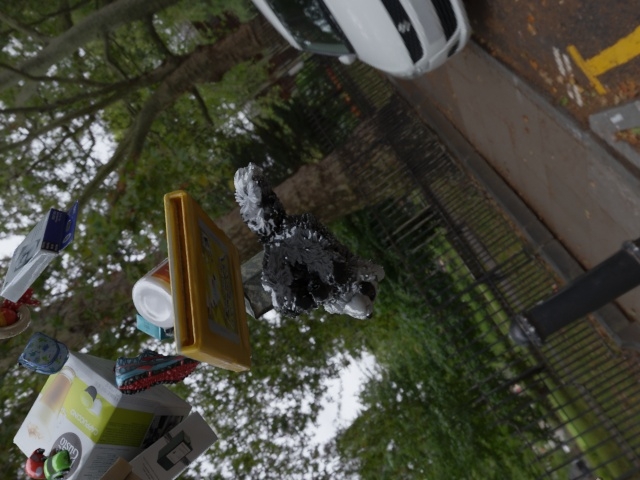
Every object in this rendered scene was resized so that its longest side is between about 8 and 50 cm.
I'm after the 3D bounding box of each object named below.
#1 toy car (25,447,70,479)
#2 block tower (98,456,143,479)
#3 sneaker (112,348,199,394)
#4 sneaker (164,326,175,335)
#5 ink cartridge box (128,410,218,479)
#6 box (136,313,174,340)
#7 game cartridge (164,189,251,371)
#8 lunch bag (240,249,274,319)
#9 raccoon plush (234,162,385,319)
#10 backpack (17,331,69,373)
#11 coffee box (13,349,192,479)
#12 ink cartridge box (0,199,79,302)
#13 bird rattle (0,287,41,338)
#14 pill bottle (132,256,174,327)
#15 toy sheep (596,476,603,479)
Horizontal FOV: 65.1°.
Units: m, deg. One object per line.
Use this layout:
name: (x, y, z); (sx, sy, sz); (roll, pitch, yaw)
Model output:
toy car: (-0.765, 0.660, 1.402); (0.053, 0.225, 0.239); (10, -140, -46)
block tower: (-0.372, 0.495, 0.868); (0.097, 0.336, 0.091); (35, -139, 4)
sneaker: (-0.495, 0.368, 1.524); (0.261, 0.104, 0.125); (-2, -140, -44)
sneaker: (-0.443, 0.224, 1.624); (0.235, 0.152, 0.094); (83, 168, -49)
ink cartridge box: (-0.488, 0.692, 1.566); (0.122, 0.211, 0.289); (49, -133, 10)
box: (-0.614, 0.322, 1.922); (0.100, 0.244, 0.060); (-5, -84, -39)
game cartridge: (-0.204, 0.095, 0.967); (0.324, 0.052, 0.286); (64, -166, -69)
lunch bag: (-0.172, 0.126, 1.770); (0.169, 0.287, 0.235); (62, 161, -16)
raccoon plush: (0.000, 0.000, 1.254); (0.299, 0.216, 0.447); (-2, -109, -60)
backpack: (-0.792, 0.330, 1.444); (0.114, 0.084, 0.105); (28, -120, -12)
coffee box: (-0.722, 0.616, 1.685); (0.337, 0.335, 0.338); (20, 168, 33)
ink cartridge box: (-0.704, 0.011, 1.265); (0.045, 0.224, 0.223); (40, -171, -35)
bird rattle: (-1.051, 0.248, 1.654); (0.207, 0.143, 0.253); (41, -154, 29)
pill bottle: (-0.299, 0.085, 1.105); (0.121, 0.121, 0.216); (54, -147, -10)
toy sheep: (0.589, 0.567, 1.083); (0.091, 0.091, 0.132); (-62, -20, -78)
